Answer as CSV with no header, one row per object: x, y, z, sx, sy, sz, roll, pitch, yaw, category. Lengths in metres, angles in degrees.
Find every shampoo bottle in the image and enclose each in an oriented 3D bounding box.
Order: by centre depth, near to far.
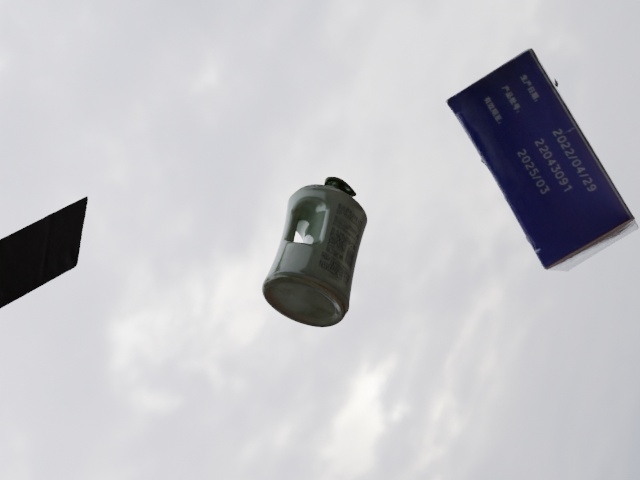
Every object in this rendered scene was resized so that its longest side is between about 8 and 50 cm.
0.000,0.000,1.822,0.087,0.118,0.234,-56,14,44,shampoo bottle

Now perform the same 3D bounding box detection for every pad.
-0.375,0.017,1.810,0.193,0.004,0.116,-35,-35,-56,pad

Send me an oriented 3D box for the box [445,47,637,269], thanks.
0.247,-0.076,1.453,0.106,0.200,0.299,-31,-8,13,box
